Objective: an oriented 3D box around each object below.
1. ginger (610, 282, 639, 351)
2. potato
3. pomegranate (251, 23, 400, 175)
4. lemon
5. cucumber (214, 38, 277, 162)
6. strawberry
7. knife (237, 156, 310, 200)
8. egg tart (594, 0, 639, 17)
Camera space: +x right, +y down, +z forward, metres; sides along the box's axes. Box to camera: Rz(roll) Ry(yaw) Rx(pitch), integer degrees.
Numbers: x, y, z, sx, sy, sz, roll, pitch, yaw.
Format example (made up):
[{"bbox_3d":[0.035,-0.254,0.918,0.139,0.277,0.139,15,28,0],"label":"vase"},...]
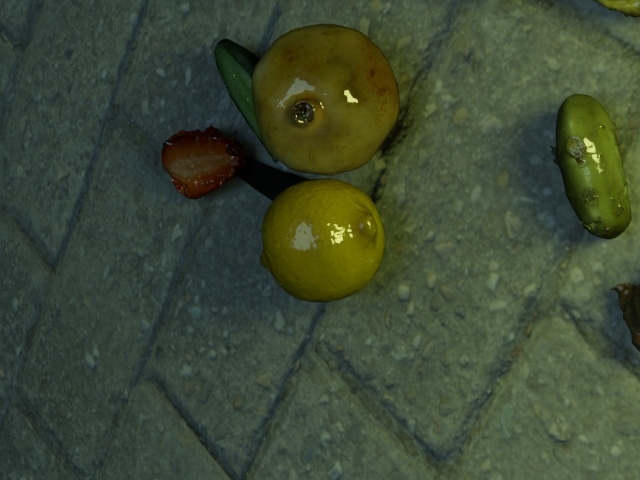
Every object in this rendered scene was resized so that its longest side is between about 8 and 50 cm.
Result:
[{"bbox_3d":[0.463,0.033,1.403,0.290,0.084,0.122,-42,42,43],"label":"ginger"},{"bbox_3d":[0.337,-0.090,1.499,0.085,0.105,0.188,-15,94,27],"label":"potato"},{"bbox_3d":[0.010,-0.204,1.750,0.233,0.233,0.233,3,95,45],"label":"pomegranate"},{"bbox_3d":[0.000,0.000,1.787,0.244,0.187,0.187,-24,76,49],"label":"lemon"},{"bbox_3d":[-0.095,-0.242,1.948,0.244,0.063,0.115,55,152,25],"label":"cucumber"},{"bbox_3d":[-0.189,-0.138,2.052,0.188,0.082,0.121,-3,114,40],"label":"strawberry"},{"bbox_3d":[-0.076,-0.093,1.972,0.230,0.028,0.060,24,112,46],"label":"knife"},{"bbox_3d":[0.378,-0.410,1.420,0.294,0.123,0.294,2,93,44],"label":"egg tart"}]
